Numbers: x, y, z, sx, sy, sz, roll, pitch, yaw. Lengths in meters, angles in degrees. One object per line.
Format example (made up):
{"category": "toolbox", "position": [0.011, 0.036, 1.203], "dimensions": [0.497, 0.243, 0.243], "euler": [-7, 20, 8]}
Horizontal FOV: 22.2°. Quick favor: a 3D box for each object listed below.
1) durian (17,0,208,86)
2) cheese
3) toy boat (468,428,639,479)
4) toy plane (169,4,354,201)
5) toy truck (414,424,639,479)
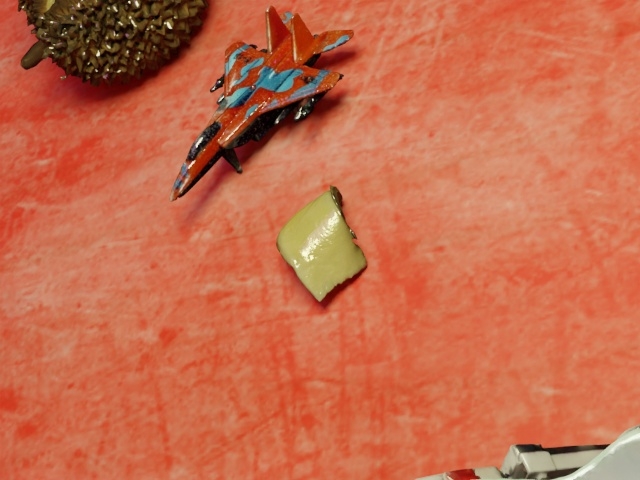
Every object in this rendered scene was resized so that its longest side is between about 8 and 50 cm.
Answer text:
{"category": "durian", "position": [-0.193, -0.222, 1.384], "dimensions": [0.196, 0.167, 0.196], "euler": [-20, 55, 31]}
{"category": "cheese", "position": [0.000, 0.000, 1.169], "dimensions": [0.060, 0.041, 0.084], "euler": [-35, 44, 5]}
{"category": "toy boat", "position": [0.056, 0.202, 0.716], "dimensions": [0.290, 0.100, 0.199], "euler": [-35, 83, 10]}
{"category": "toy plane", "position": [-0.055, -0.100, 1.270], "dimensions": [0.130, 0.061, 0.189], "euler": [24, 78, 42]}
{"category": "toy truck", "position": [0.092, 0.188, 0.852], "dimensions": [0.213, 0.177, 0.161], "euler": [-6, 45, -23]}
